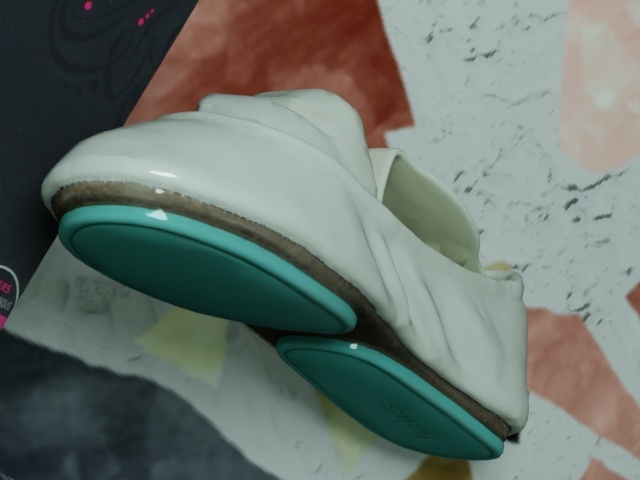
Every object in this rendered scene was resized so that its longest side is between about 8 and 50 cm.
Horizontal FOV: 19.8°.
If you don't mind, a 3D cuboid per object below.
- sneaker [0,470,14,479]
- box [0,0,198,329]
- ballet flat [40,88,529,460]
[{"bbox_3d":[-0.175,0.286,0.938,0.131,0.112,0.319,26,83,-31],"label":"sneaker"},{"bbox_3d":[-0.205,-0.056,0.819,0.165,0.143,0.270,34,84,-53],"label":"box"},{"bbox_3d":[0.000,0.000,0.917,0.139,0.139,0.400,-59,144,-4],"label":"ballet flat"}]
